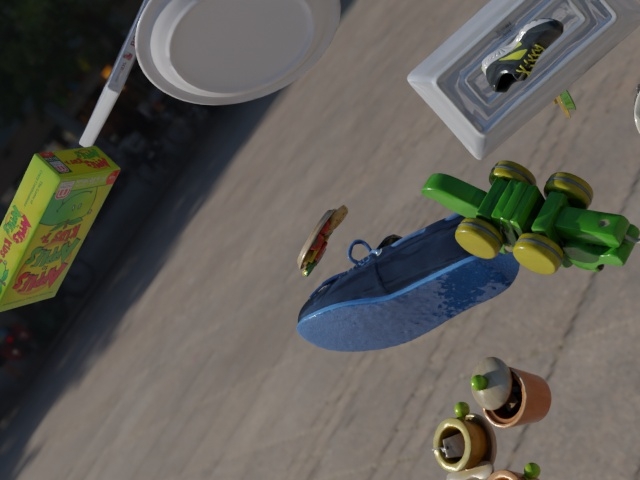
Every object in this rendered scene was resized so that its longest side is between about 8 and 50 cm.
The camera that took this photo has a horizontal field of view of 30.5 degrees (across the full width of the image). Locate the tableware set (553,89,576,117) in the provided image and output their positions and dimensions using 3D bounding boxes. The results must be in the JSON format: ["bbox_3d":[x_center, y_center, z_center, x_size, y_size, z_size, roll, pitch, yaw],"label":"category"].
[{"bbox_3d":[0.376,-0.241,1.851,0.024,0.104,0.154,-27,-3,7],"label":"tableware set"}]

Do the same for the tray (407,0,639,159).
[{"bbox_3d":[0.250,-0.234,1.434,0.270,0.145,0.030,-41,5,15],"label":"tray"}]

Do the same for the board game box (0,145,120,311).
[{"bbox_3d":[-0.289,-0.012,1.230,0.092,0.043,0.181,-18,-35,-58],"label":"board game box"}]

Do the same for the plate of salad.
[{"bbox_3d":[-0.079,-0.205,1.112,0.200,0.200,0.048,-46,48,33],"label":"plate of salad"}]

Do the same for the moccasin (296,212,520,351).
[{"bbox_3d":[0.117,0.051,1.526,0.342,0.138,0.117,-21,47,33],"label":"moccasin"}]

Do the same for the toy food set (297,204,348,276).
[{"bbox_3d":[0.000,0.000,1.333,0.083,0.020,0.082,-52,-8,-50],"label":"toy food set"}]

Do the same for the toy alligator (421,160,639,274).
[{"bbox_3d":[0.146,-0.002,0.690,0.189,0.051,0.056,16,65,34],"label":"toy alligator"}]

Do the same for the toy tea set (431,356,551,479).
[{"bbox_3d":[0.180,0.310,1.433,0.200,0.124,0.336,-4,80,51],"label":"toy tea set"}]

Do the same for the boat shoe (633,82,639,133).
[{"bbox_3d":[0.422,-0.181,1.022,0.324,0.116,0.097,-35,-3,15],"label":"boat shoe"}]

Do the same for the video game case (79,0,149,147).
[{"bbox_3d":[-0.288,-0.247,1.685,0.201,0.023,0.183,-39,29,61],"label":"video game case"}]

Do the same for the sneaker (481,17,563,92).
[{"bbox_3d":[0.172,-0.152,0.980,0.083,0.031,0.035,-37,49,40],"label":"sneaker"}]
